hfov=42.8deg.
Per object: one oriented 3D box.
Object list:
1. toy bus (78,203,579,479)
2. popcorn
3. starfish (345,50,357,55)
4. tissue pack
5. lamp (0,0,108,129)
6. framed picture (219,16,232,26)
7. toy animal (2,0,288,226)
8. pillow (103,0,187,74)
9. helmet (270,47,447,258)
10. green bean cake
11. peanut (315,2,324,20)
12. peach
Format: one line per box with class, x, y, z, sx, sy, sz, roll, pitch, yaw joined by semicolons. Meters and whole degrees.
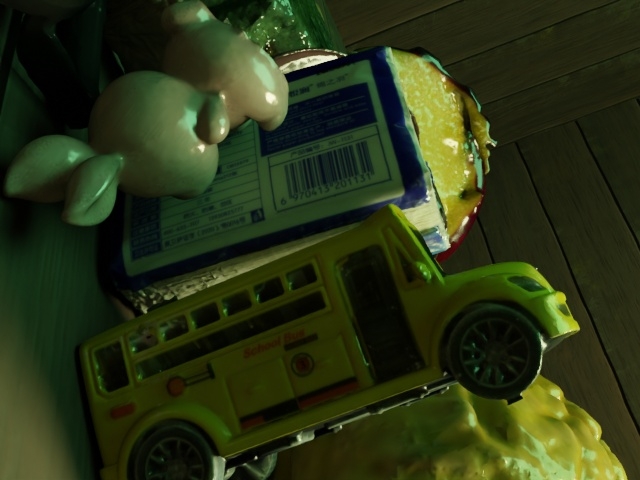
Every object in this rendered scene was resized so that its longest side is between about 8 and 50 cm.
toy bus;0.006;0.078;0.580;0.144;0.330;0.152;32;37;-73
popcorn;0.117;0.256;0.776;0.354;0.344;0.390;67;16;-47
starfish;0.091;-0.164;1.148;0.236;0.062;0.277;60;3;-5
tissue pack;-0.038;-0.041;0.722;0.209;0.269;0.137;-101;171;-46
lamp;-0.158;-0.293;0.557;0.374;0.272;0.205;59;18;-48
framed picture;-0.123;-0.191;1.034;0.011;0.109;0.149;25;-23;38
toy animal;-0.129;-0.074;0.610;0.124;0.212;0.124;38;-22;18
pillow;-0.176;-0.232;0.779;0.043;0.126;0.233;-44;121;-43
helmet;-0.016;-0.063;0.967;0.338;0.271;0.197;55;-10;-23
green bean cake;-0.084;-0.283;1.179;0.308;0.169;0.300;-14;83;-78
peanut;-0.043;-0.429;1.744;0.130;0.130;0.290;55;16;-53
peach;0.120;-0.154;1.515;0.353;0.339;0.417;31;-38;38
